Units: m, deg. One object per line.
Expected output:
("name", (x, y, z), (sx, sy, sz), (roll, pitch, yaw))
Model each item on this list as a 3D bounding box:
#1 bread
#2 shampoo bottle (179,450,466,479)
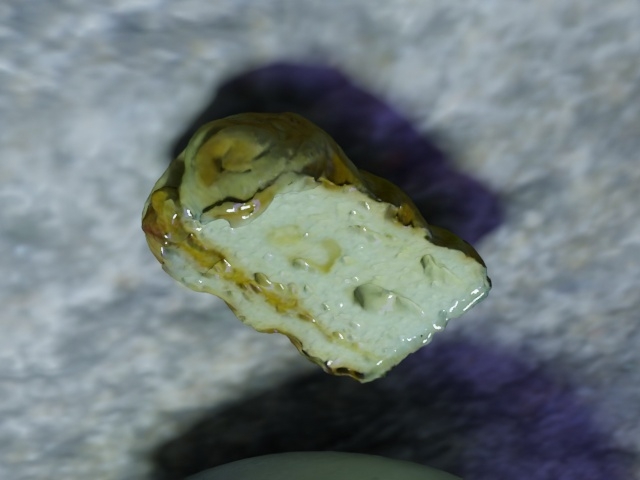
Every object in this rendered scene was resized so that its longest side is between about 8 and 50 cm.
("bread", (0.000, 0.000, 0.959), (0.128, 0.088, 0.232), (-29, 141, 27))
("shampoo bottle", (-0.004, 0.295, 1.065), (0.317, 0.322, 0.322), (-21, 140, 38))
